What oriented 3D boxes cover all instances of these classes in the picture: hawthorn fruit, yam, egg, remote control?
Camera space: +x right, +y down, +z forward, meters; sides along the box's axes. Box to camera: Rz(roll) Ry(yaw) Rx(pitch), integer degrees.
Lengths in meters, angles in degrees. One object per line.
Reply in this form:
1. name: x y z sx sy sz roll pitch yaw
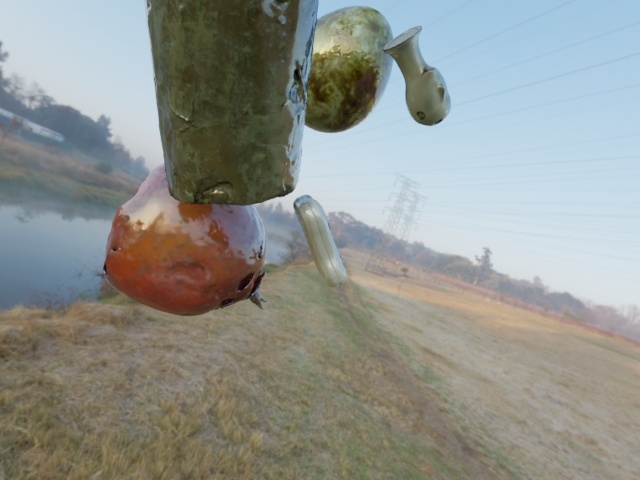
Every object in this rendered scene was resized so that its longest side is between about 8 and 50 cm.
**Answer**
1. hawthorn fruit: -0.209 0.019 0.727 0.307 0.276 0.276 39 -6 -17
2. yam: -0.092 -0.161 0.429 0.168 0.304 0.168 6 39 -5
3. egg: 0.042 -0.382 0.911 0.238 0.289 0.238 33 32 -24
4. remote control: 0.000 0.000 0.527 0.032 0.122 0.074 -23 22 -8

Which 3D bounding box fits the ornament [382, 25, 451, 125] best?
1. ornament: 0.167 -0.262 0.665 0.081 0.075 0.156 18 -32 54
